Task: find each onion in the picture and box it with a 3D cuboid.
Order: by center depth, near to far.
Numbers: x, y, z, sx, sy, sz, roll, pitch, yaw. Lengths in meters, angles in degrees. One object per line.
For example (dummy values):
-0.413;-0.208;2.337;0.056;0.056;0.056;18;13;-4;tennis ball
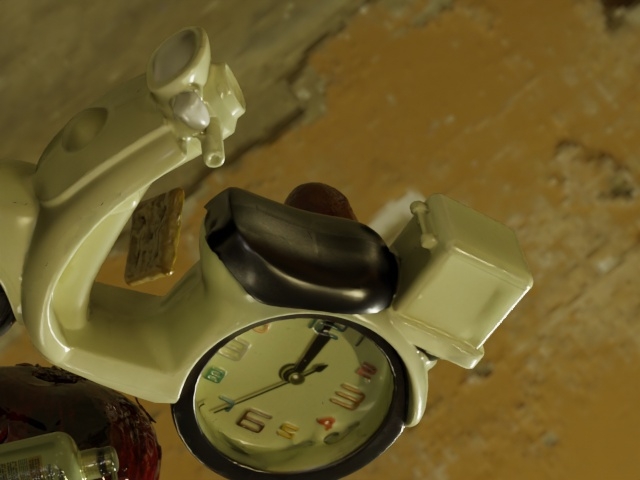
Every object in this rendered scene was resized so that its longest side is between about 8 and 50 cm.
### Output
-0.322;0.253;1.842;0.281;0.281;0.221;-36;-178;-25;onion

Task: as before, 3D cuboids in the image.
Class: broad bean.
0.000;0.000;2.181;0.114;0.165;0.084;6;162;-14;broad bean

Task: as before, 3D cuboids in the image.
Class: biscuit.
-0.152;-0.003;1.456;0.018;0.083;0.081;16;163;-33;biscuit

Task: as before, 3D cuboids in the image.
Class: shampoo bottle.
-0.278;0.231;1.571;0.162;0.079;0.079;-13;172;-3;shampoo bottle

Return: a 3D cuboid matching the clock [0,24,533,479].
-0.075;0.015;1.035;0.276;0.379;0.120;-50;-150;24;clock
